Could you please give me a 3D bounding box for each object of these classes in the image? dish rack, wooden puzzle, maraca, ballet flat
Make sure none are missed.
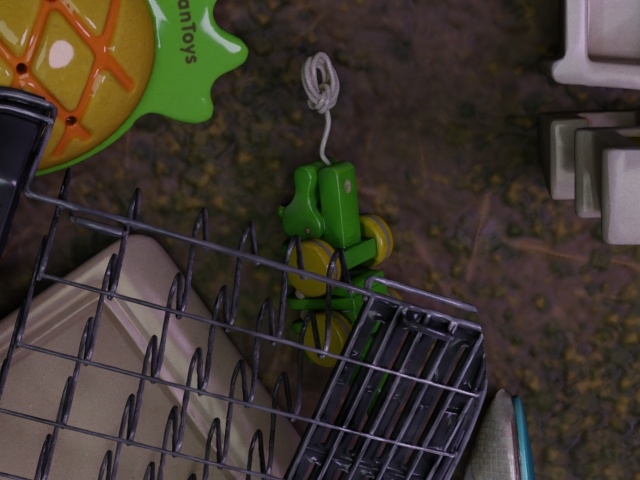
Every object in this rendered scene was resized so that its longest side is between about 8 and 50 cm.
[{"bbox_3d":[-0.067,0.068,0.665,0.271,0.074,0.208,17,118,-13],"label":"dish rack"},{"bbox_3d":[-0.128,0.145,0.755,0.238,0.044,0.221,-35,100,0],"label":"wooden puzzle"},{"bbox_3d":[-0.127,-0.095,0.677,0.185,0.099,0.127,-12,115,-13],"label":"maraca"},{"bbox_3d":[0.096,0.162,0.757,0.052,0.057,0.168,-10,101,10],"label":"ballet flat"}]

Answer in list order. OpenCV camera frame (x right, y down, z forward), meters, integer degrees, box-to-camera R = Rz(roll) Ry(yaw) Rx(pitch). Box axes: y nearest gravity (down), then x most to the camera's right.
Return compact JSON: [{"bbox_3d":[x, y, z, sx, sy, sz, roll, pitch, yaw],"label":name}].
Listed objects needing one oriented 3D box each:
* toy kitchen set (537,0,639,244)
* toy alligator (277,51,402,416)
[{"bbox_3d":[0.172,-0.114,0.644,0.122,0.166,0.207,-3,102,-1],"label":"toy kitchen set"},{"bbox_3d":[0.000,0.000,0.724,0.051,0.056,0.190,-2,105,40],"label":"toy alligator"}]
